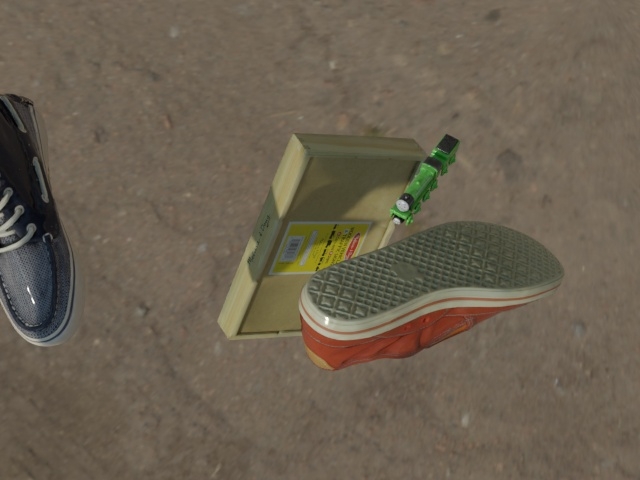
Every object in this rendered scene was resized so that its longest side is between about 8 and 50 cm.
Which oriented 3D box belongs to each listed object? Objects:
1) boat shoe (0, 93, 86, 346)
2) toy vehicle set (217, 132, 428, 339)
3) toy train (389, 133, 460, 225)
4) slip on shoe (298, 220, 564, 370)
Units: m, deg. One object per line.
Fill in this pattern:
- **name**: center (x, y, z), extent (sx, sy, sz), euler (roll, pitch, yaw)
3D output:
- **boat shoe**: center (-0.403, -0.033, 1.480), extent (0.127, 0.158, 0.340), euler (-20, 78, 14)
- **toy vehicle set**: center (0.000, 0.000, 1.342), extent (0.035, 0.166, 0.266), euler (54, 131, 41)
- **toy train**: center (0.071, -0.042, 0.793), extent (0.017, 0.083, 0.023), euler (29, 142, 12)
- **slip on shoe**: center (0.119, 0.060, 1.264), extent (0.123, 0.331, 0.101), euler (53, 144, 35)
